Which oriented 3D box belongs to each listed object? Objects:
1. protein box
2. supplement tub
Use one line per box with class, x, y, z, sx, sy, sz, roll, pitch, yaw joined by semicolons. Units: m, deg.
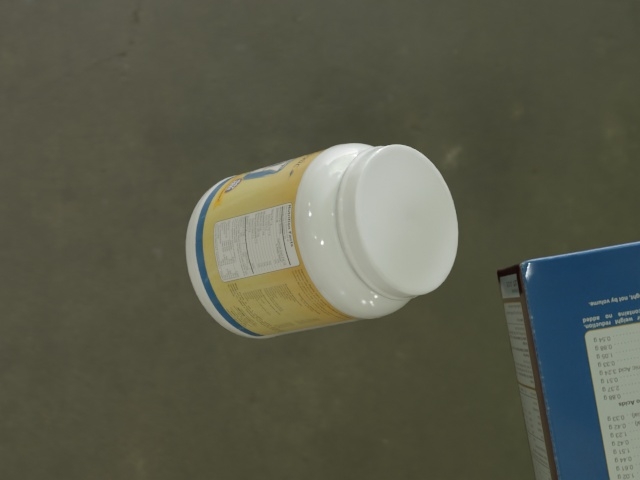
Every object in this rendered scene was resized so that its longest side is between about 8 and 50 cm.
protein box;0.210;0.095;0.828;0.199;0.136;0.201;-10;88;1
supplement tub;0.000;0.000;1.335;0.144;0.199;0.144;14;71;-44
